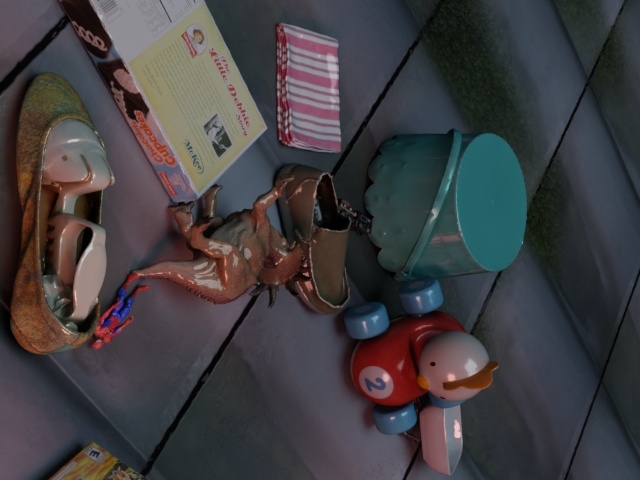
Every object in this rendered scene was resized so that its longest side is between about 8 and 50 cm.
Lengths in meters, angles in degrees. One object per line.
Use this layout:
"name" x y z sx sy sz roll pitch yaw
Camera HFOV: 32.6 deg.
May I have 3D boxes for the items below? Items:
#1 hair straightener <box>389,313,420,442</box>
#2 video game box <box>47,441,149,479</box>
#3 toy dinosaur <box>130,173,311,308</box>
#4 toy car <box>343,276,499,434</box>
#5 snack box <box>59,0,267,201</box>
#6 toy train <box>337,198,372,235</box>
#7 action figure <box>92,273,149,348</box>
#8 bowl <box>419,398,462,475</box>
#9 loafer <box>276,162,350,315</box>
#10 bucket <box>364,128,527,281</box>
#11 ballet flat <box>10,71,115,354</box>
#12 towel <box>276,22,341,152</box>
"hair straightener" 0.159 0.241 1.923 0.089 0.047 0.230 -16 100 -50
"video game box" -0.268 0.354 1.285 0.205 0.187 0.048 -41 155 -45
"toy dinosaur" -0.116 0.029 1.549 0.296 0.127 0.200 -34 120 -41
"toy car" 0.180 0.204 1.762 0.210 0.238 0.219 -22 106 -19
"snack box" -0.205 -0.236 1.501 0.187 0.060 0.322 -50 124 -40
"toy train" 0.036 -0.050 1.811 0.158 0.027 0.036 30 61 -46
"action figure" -0.264 0.095 1.429 0.115 0.030 0.038 -59 135 -32
"bowl" 0.214 0.336 1.954 0.142 0.053 0.142 -33 118 -69
"loafer" 0.000 0.000 1.713 0.094 0.087 0.251 -32 112 -47
"bucket" 0.225 -0.063 1.920 0.281 0.183 0.281 5 83 -50
"ballet flat" -0.303 -0.036 1.323 0.123 0.123 0.348 12 78 -50
"towel" -0.014 -0.243 1.763 0.144 0.029 0.197 3 85 -52
